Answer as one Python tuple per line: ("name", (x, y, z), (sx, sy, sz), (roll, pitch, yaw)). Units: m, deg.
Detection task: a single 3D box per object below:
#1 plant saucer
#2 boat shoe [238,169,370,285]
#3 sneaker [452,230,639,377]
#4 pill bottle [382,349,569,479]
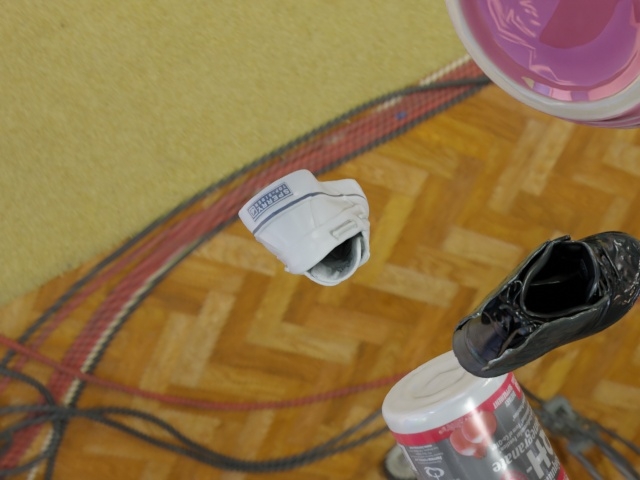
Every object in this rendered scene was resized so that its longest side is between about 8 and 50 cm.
("plant saucer", (0.240, -0.241, 1.170), (0.084, 0.332, 0.332), (-42, 130, -34))
("boat shoe", (0.000, 0.000, 1.075), (0.095, 0.084, 0.258), (-36, 171, 14))
("sneaker", (0.131, 0.027, 0.648), (0.170, 0.051, 0.089), (-27, 165, -28))
("pill bottle", (0.226, 0.311, 1.601), (0.176, 0.176, 0.318), (-31, 102, -12))
